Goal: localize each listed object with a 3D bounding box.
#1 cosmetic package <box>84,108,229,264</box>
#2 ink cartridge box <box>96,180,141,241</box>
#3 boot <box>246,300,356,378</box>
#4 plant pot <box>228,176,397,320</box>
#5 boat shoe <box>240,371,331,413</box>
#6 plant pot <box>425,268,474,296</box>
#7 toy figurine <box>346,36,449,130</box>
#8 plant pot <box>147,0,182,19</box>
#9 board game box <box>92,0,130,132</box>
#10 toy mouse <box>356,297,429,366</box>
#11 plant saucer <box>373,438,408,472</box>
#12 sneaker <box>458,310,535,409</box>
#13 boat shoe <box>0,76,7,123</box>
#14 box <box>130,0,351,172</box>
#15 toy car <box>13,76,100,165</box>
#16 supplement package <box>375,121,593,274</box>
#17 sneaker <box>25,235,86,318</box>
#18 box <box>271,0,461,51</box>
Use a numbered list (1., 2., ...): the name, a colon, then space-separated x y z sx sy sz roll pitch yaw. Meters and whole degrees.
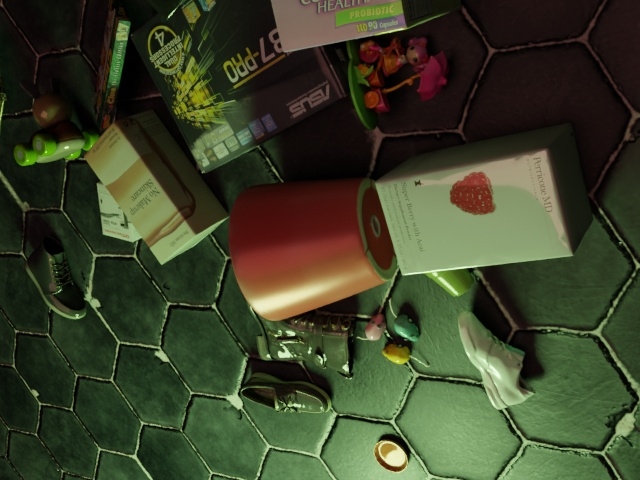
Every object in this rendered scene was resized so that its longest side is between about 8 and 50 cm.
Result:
1. cosmetic package: -0.360 -0.118 1.602 0.153 0.129 0.296 -37 91 36
2. ink cartridge box: -0.470 -0.074 1.734 0.099 0.056 0.135 12 117 25
3. boot: -0.031 0.169 1.573 0.228 0.091 0.263 3 117 25
4. plant pot: 0.000 0.000 1.372 0.243 0.275 0.275 -12 105 24
5. boat shoe: -0.084 0.366 1.689 0.223 0.073 0.080 10 116 28
6. plant pot: 0.242 0.060 1.358 0.083 0.083 0.079 -32 105 37
7. toy figurine: 0.139 -0.293 1.250 0.159 0.130 0.173 -13 85 21
8. plant pot: -0.274 -0.540 1.277 0.167 0.187 0.188 32 127 -26
9. board game box: -0.448 -0.374 1.556 0.136 0.030 0.260 59 138 44
10. toy mouse: 0.143 0.188 1.497 0.161 0.031 0.143 9 116 28
11. plant saucer: 0.159 0.480 1.632 0.083 0.013 0.084 13 117 27
12. sneaker: 0.334 0.214 1.377 0.094 0.080 0.212 -23 105 25
13. boat shoe: -0.817 -0.366 1.791 0.104 0.111 0.307 37 135 7
14. box: -0.149 -0.346 1.392 0.394 0.097 0.318 -21 101 37
15. toy car: -0.627 -0.283 1.684 0.148 0.155 0.189 -14 94 35
16. supplement package: 0.273 -0.067 1.213 0.292 0.175 0.178 -9 105 34
17. sneaker: -0.689 0.101 1.930 0.222 0.083 0.118 47 126 6
18. box: 0.077 -0.387 1.145 0.213 0.243 0.117 -2 110 31
